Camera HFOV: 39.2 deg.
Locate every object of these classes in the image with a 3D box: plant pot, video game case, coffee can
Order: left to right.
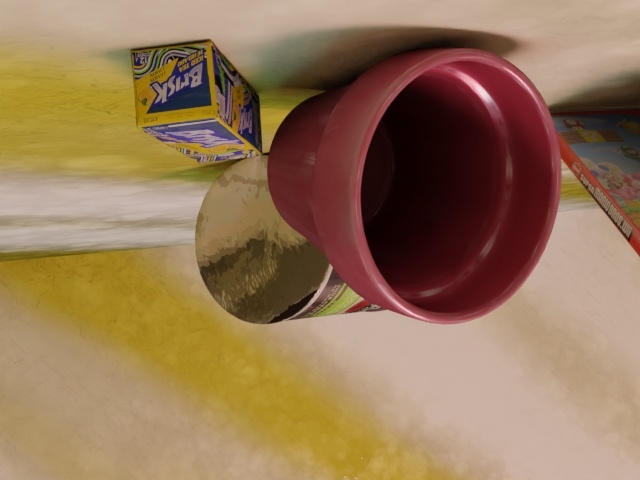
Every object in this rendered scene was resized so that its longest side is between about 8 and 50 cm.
[{"bbox_3d":[0.000,0.000,1.168,0.201,0.202,0.275,-8,175,32],"label":"coffee can"},{"bbox_3d":[0.057,-0.050,0.710,0.201,0.202,0.180,-3,-169,-32],"label":"plant pot"},{"bbox_3d":[0.363,-0.046,0.879,0.203,0.025,0.285,-5,-139,-16],"label":"video game case"}]

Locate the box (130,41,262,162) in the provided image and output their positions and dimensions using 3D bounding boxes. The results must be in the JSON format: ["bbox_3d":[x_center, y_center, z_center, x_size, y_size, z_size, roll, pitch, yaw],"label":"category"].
[{"bbox_3d":[-0.087,-0.097,0.668,0.059,0.054,0.169,-6,176,6],"label":"box"}]
